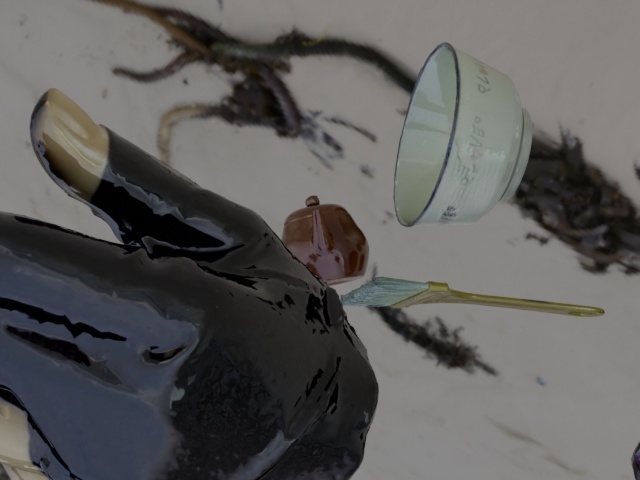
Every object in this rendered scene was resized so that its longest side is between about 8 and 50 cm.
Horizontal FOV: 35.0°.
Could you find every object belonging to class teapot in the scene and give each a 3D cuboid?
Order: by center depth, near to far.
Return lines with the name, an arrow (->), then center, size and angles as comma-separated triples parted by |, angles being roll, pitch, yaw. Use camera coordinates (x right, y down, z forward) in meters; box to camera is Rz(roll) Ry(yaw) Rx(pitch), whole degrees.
teapot -> 0.000, 0.000, 1.219 | 0.116, 0.116, 0.173 | 31, 174, 5

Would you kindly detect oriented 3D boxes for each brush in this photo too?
brush -> 0.124, 0.047, 0.772 | 0.205, 0.011, 0.083 | 6, 166, -15

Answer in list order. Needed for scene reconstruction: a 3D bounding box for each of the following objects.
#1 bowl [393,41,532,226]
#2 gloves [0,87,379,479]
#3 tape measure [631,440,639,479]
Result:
bowl -> 0.184, -0.119, 1.283 | 0.126, 0.238, 0.238 | 12, 154, -11
gloves -> -0.106, 0.042, 0.511 | 0.301, 0.197, 0.152 | 21, 174, -15
tape measure -> 0.305, 0.159, 0.799 | 0.074, 0.125, 0.118 | 46, 116, 13
